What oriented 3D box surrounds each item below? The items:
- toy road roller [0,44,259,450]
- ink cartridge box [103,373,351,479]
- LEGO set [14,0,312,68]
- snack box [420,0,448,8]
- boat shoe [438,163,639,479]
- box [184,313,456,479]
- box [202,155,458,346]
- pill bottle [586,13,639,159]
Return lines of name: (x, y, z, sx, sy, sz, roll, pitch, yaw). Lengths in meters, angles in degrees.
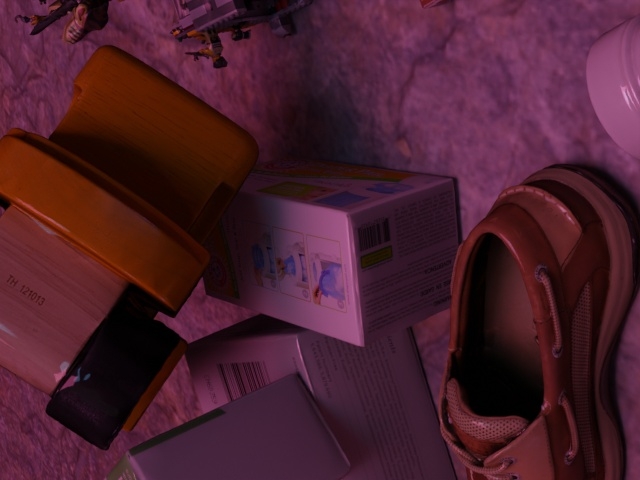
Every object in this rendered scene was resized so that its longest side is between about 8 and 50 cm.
toy road roller: (-0.168, 0.002, 0.784, 0.203, 0.240, 0.329, 35, 170, -4)
ink cartridge box: (-0.102, 0.212, 0.807, 0.092, 0.160, 0.219, 58, 140, 14)
LEGO set: (-0.169, -0.206, 0.802, 0.255, 0.331, 0.192, -16, 95, 32)
snack box: (0.120, -0.212, 0.656, 0.178, 0.022, 0.064, -18, 91, 53)
boat shoe: (0.132, 0.109, 0.706, 0.123, 0.120, 0.323, 21, 121, 45)
box: (-0.004, 0.150, 0.890, 0.181, 0.119, 0.181, -13, 97, 52)
box: (0.000, 0.000, 0.821, 0.203, 0.114, 0.103, 13, 115, 48)
pill bottle: (0.230, -0.107, 0.501, 0.193, 0.108, 0.108, -26, 86, 52)
